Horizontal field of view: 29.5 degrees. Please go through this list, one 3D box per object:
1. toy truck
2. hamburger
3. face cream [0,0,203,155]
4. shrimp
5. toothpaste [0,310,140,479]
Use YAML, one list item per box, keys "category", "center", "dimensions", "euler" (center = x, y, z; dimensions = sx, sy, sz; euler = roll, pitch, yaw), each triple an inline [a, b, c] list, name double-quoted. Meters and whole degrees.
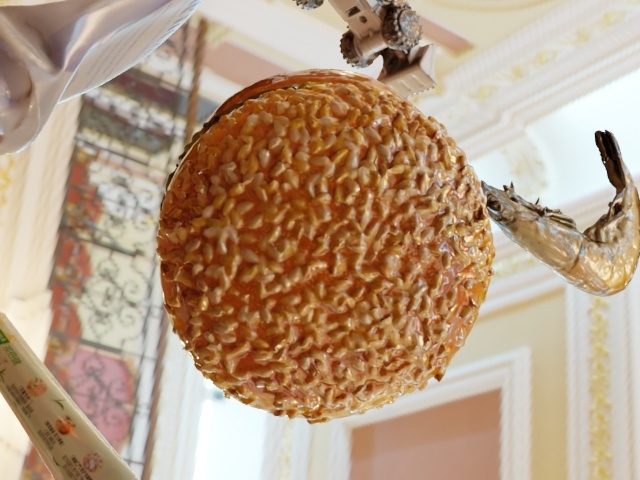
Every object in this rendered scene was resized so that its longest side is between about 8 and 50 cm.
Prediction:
- category: "toy truck"
  center: [0.071, -0.339, 1.778]
  dimensions: [0.136, 0.286, 0.111]
  euler: [-16, -150, 50]
- category: "hamburger"
  center: [0.000, 0.000, 1.180]
  dimensions: [0.330, 0.330, 0.250]
  euler: [-59, -169, 16]
- category: "face cream"
  center: [-0.253, -0.217, 1.330]
  dimensions: [0.235, 0.137, 0.420]
  euler: [-39, 180, 43]
- category: "shrimp"
  center: [0.271, -0.057, 1.371]
  dimensions: [0.051, 0.262, 0.198]
  euler: [-21, -132, 54]
- category: "toothpaste"
  center: [-0.293, 0.173, 1.282]
  dimensions: [0.314, 0.056, 0.058]
  euler: [50, -51, 16]
